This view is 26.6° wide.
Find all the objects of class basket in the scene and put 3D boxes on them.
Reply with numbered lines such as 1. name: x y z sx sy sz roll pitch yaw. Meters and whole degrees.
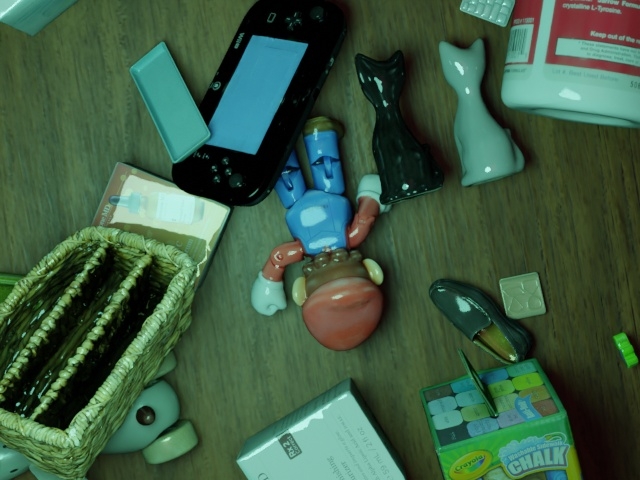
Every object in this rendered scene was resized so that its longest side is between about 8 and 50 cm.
1. basket: -0.316 0.121 1.721 0.213 0.223 0.299 32 68 6

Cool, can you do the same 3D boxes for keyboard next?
1. keyboard: 0.274 -0.435 1.920 0.072 0.014 0.256 20 93 0

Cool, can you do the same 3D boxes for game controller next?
1. game controller: -0.085 -0.195 1.851 0.167 0.067 0.319 18 74 26

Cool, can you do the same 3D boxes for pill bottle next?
1. pill bottle: 0.383 -0.365 1.815 0.229 0.229 0.407 9 93 0

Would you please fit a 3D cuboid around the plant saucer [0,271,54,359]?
1. plant saucer: -0.452 0.117 1.873 0.189 0.045 0.188 5 60 12

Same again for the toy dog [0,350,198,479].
1. toy dog: -0.326 0.274 1.880 0.334 0.161 0.220 -40 91 2

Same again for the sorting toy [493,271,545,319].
1. sorting toy: 0.277 0.083 1.941 0.083 0.012 0.062 -12 90 1

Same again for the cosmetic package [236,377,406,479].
1. cosmetic package: 0.003 0.307 1.882 0.184 0.151 0.151 -33 91 2

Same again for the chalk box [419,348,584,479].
1. chalk box: 0.246 0.281 1.827 0.179 0.180 0.288 -15 112 1

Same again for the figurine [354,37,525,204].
1. figurine: 0.161 -0.173 1.876 0.215 0.092 0.209 -13 87 -22

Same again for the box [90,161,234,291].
1. box: -0.225 -0.021 1.903 0.171 0.091 0.130 22 92 -1

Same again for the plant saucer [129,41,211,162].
1. plant saucer: -0.207 -0.191 1.879 0.067 0.018 0.192 -37 57 13

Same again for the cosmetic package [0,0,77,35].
1. cosmetic package: -0.365 -0.402 1.822 0.224 0.224 0.138 -38 94 2

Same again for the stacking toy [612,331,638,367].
1. stacking toy: 0.534 0.196 1.928 0.167 0.052 0.221 -26 90 0

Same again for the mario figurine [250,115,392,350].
1. mario figurine: 0.000 0.000 1.908 0.198 0.170 0.320 -19 80 37

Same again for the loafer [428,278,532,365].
1. loafer: 0.224 0.116 1.911 0.170 0.061 0.062 33 118 1
